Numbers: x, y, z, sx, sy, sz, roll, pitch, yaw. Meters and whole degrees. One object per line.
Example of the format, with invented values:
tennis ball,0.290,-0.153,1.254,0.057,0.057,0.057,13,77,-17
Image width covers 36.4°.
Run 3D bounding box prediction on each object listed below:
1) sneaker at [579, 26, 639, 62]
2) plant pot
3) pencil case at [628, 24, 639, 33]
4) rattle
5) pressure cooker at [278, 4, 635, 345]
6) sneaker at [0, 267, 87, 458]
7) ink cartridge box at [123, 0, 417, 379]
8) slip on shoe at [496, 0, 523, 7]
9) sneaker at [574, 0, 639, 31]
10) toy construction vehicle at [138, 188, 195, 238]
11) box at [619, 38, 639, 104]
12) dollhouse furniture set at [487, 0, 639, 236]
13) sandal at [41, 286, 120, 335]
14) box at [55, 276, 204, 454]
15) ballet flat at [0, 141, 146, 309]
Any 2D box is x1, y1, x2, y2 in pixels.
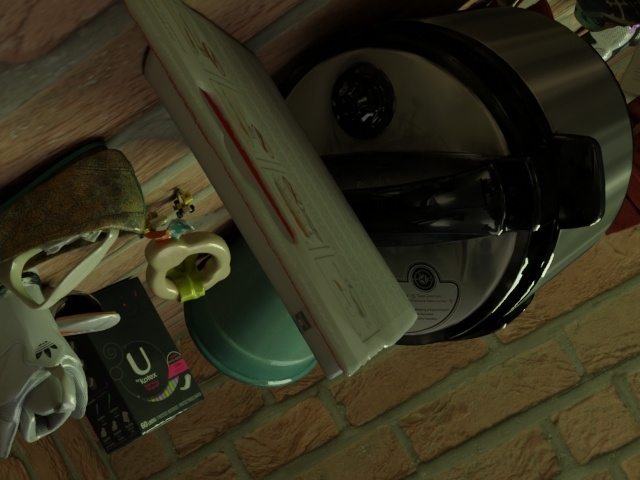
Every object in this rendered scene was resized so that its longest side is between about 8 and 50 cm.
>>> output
sneaker,0.601,-0.415,2.080,0.153,0.101,0.268,-24,170,-36
plant pot,-0.068,0.083,2.012,0.341,0.341,0.334,-27,166,-39
pencil case,0.642,-0.475,1.798,0.206,0.088,0.086,-32,173,23
rattle,-0.211,-0.011,1.373,0.130,0.143,0.200,-20,148,12
pressure cooker,0.130,-0.080,1.133,0.420,0.375,0.370,-24,157,-53
sneaker,-0.418,0.169,1.208,0.137,0.210,0.366,-26,173,-45
ink cartridge box,-0.052,-0.030,0.777,0.091,0.308,0.385,-32,175,11
slip on shoe,0.280,-0.340,1.228,0.135,0.041,0.051,-32,175,19
sneaker,0.473,-0.383,1.605,0.122,0.110,0.283,-30,177,37
toy construction vehicle,-0.221,-0.039,1.367,0.085,0.035,0.098,-28,-178,-15
box,0.612,-0.312,1.572,0.345,0.168,0.215,-62,161,-13
dollhouse furniture set,0.381,-0.213,1.372,0.152,0.374,0.201,-32,-167,47
sandal,-0.424,0.109,1.472,0.265,0.076,0.102,-10,171,28
box,-0.369,0.231,1.817,0.165,0.270,0.143,-26,173,-47
ballet flat,-0.324,0.034,0.960,0.348,0.123,0.123,-31,175,5
